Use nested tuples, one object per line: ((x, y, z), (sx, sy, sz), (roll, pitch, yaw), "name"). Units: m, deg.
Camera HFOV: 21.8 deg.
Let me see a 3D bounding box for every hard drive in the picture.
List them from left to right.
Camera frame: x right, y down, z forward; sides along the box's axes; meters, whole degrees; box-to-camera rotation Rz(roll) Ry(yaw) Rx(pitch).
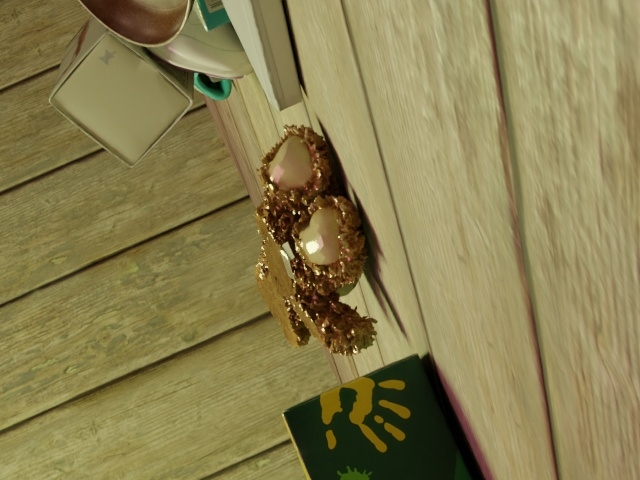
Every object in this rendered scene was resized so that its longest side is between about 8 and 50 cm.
((-0.085, -0.282, 1.649), (0.307, 0.040, 0.203), (75, 171, -68), "hard drive")

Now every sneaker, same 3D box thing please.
((-0.190, -0.330, 2.172), (0.305, 0.114, 0.152), (44, 124, 24), "sneaker")
((-0.207, -0.333, 2.730), (0.110, 0.107, 0.275), (41, 168, 31), "sneaker")

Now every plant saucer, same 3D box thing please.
((-0.231, -0.364, 1.841), (0.310, 0.050, 0.311), (37, 147, 29), "plant saucer")

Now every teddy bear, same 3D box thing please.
((0.000, 0.000, 1.843), (0.245, 0.113, 0.338), (55, 163, 34), "teddy bear")

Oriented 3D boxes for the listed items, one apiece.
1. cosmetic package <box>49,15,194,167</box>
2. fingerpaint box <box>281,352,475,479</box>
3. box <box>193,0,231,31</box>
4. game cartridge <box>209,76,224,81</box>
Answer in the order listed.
((-0.266, -0.229, 2.273), (0.153, 0.129, 0.296), (40, -168, -15), "cosmetic package")
((0.101, 0.333, 1.848), (0.445, 0.163, 0.371), (93, 154, -82), "fingerpaint box")
((-0.153, -0.350, 1.986), (0.244, 0.060, 0.101), (-119, 7, -53), "box")
((-0.214, -0.416, 2.454), (0.355, 0.068, 0.230), (62, 178, 44), "game cartridge")
